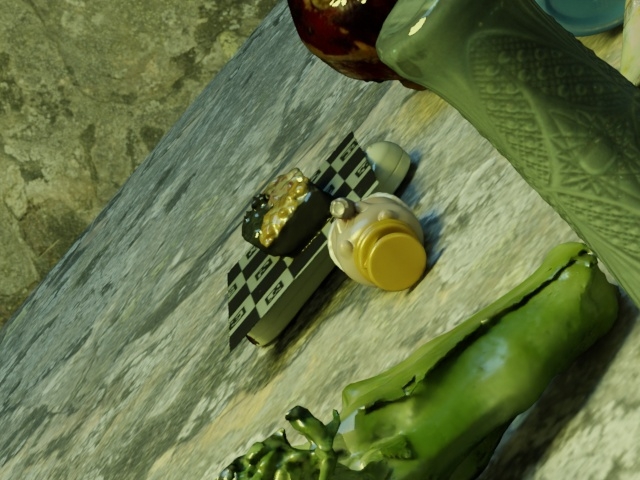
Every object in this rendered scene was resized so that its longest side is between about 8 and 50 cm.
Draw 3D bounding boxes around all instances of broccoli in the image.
[{"bbox_3d":[0.053,0.113,0.798,0.304,0.145,0.165,-44,1,-19],"label":"broccoli"}]

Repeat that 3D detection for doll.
[{"bbox_3d":[0.036,-0.007,1.188,0.073,0.084,0.127,-48,22,4],"label":"doll"}]

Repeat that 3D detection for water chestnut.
[{"bbox_3d":[0.073,-0.261,1.437,0.224,0.223,0.238,-79,0,-62],"label":"water chestnut"}]

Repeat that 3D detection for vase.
[{"bbox_3d":[0.128,-0.049,0.737,0.096,0.219,0.096,-45,16,17],"label":"vase"}]

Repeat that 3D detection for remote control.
[{"bbox_3d":[0.000,0.000,1.364,0.221,0.042,0.078,-50,15,0],"label":"remote control"}]

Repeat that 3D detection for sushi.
[{"bbox_3d":[-0.041,-0.020,1.353,0.192,0.050,0.215,-49,14,9],"label":"sushi"}]

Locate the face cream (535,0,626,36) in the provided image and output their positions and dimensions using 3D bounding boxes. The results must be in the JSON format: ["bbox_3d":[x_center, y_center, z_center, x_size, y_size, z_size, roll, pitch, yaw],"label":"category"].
[{"bbox_3d":[0.173,-0.242,1.241,0.149,0.083,0.264,-15,27,-6],"label":"face cream"}]

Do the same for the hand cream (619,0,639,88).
[{"bbox_3d":[0.230,-0.151,1.066,0.061,0.039,0.143,-36,25,38],"label":"hand cream"}]
